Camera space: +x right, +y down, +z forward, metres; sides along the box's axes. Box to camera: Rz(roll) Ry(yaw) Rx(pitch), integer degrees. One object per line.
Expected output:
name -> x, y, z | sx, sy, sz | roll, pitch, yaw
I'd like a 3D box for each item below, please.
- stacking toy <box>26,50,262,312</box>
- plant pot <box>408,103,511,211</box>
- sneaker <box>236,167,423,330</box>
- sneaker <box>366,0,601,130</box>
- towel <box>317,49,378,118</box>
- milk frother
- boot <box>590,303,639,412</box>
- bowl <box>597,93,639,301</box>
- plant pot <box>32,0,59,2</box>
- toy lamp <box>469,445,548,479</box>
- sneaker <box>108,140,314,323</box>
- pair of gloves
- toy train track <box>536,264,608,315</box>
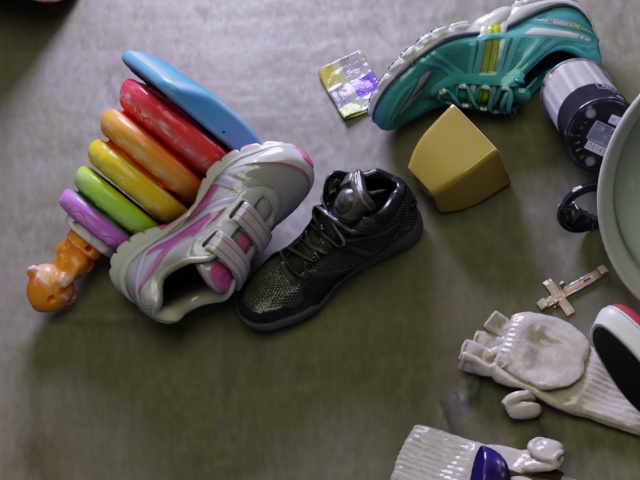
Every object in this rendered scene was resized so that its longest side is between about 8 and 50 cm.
stacking toy -> -0.216, -0.042, 1.776 | 0.302, 0.175, 0.166 | -51, 34, -1
plant pot -> 0.144, -0.080, 1.763 | 0.083, 0.081, 0.081 | -38, 60, -2
sneaker -> 0.000, 0.000, 1.709 | 0.227, 0.130, 0.087 | -32, 58, -6
sneaker -> 0.183, -0.187, 1.809 | 0.275, 0.107, 0.110 | -24, 67, -5
towel -> 0.037, -0.180, 1.880 | 0.060, 0.009, 0.083 | -22, 58, -5
milk frother -> 0.282, -0.100, 1.745 | 0.143, 0.129, 0.135 | -45, 20, 15
boot -> 0.395, 0.117, 1.577 | 0.244, 0.088, 0.176 | 43, 72, 9
bowl -> 0.415, -0.059, 1.634 | 0.298, 0.134, 0.298 | 0, 103, 0
plant pot -> -0.429, -0.395, 1.997 | 0.230, 0.215, 0.215 | 2, 58, 29
toy lamp -> 0.276, 0.248, 1.510 | 0.274, 0.080, 0.080 | 11, 60, -3
sneaker -> -0.101, 0.002, 1.709 | 0.252, 0.103, 0.111 | -41, 40, 7
pair of gloves -> 0.205, 0.182, 1.613 | 0.204, 0.042, 0.240 | 25, 65, 23
toy train track -> 0.264, 0.048, 1.700 | 0.083, 0.014, 0.048 | -29, 59, -9
